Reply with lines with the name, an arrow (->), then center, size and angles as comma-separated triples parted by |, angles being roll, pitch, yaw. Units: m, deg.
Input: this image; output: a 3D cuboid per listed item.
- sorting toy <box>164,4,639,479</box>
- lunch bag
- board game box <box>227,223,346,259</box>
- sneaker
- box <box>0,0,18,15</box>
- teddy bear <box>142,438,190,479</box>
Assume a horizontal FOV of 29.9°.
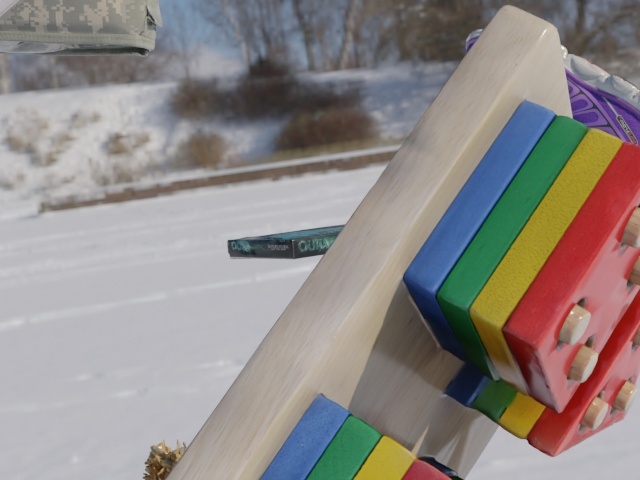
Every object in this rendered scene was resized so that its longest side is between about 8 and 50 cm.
sorting toy -> 0.069, 0.077, 0.540 | 0.089, 0.257, 0.255 | 29, -13, 26
lunch bag -> -0.308, -0.333, 1.377 | 0.287, 0.235, 0.169 | 4, 4, 16
board game box -> 0.000, 0.000, 1.424 | 0.186, 0.026, 0.126 | -8, 5, -40
sneaker -> 0.173, -0.106, 0.895 | 0.170, 0.071, 0.068 | 34, 1, 27
box -> -0.201, -0.187, 0.522 | 0.114, 0.207, 0.036 | -37, 23, 9
teddy bear -> -0.139, 0.282, 0.983 | 0.338, 0.245, 0.113 | -25, 38, 25
